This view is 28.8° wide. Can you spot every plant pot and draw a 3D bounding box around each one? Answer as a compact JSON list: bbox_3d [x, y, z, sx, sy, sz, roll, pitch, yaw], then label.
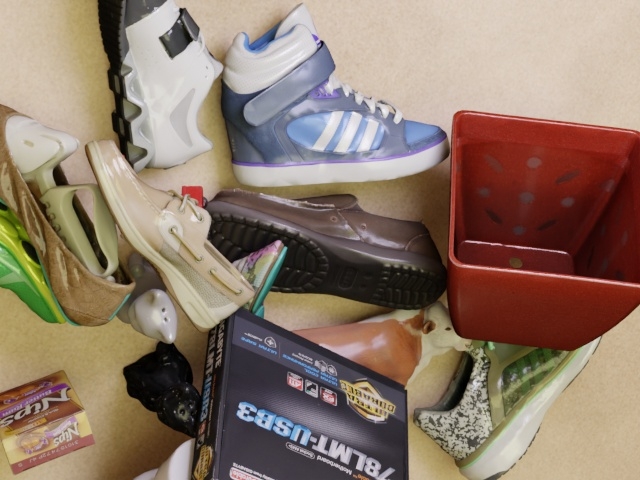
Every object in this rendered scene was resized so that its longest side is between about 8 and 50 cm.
[{"bbox_3d":[0.293,0.008,1.720,0.267,0.267,0.236,7,143,-1],"label":"plant pot"}]

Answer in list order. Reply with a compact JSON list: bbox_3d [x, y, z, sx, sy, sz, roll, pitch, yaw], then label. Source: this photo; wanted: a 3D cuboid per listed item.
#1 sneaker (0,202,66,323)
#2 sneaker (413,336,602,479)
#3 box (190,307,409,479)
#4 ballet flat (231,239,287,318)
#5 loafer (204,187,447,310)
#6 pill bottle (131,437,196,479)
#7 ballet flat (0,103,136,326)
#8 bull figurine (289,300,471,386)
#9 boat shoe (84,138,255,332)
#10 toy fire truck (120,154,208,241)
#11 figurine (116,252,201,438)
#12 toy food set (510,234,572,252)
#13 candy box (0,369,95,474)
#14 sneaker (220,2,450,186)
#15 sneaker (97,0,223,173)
[{"bbox_3d":[-0.438,0.008,1.599,0.123,0.109,0.295,-35,119,20],"label":"sneaker"},{"bbox_3d":[0.286,0.165,1.876,0.182,0.158,0.410,34,84,-9],"label":"sneaker"},{"bbox_3d":[-0.019,0.260,1.602,0.295,0.293,0.073,28,127,-21],"label":"box"},{"bbox_3d":[-0.105,0.078,1.697,0.079,0.077,0.221,25,133,9],"label":"ballet flat"},{"bbox_3d":[0.000,0.000,1.754,0.365,0.130,0.134,16,135,-15],"label":"loafer"},{"bbox_3d":[-0.211,0.427,1.618,0.210,0.210,0.363,26,123,-23],"label":"pill bottle"},{"bbox_3d":[-0.334,-0.056,1.557,0.124,0.116,0.342,-29,89,28],"label":"ballet flat"},{"bbox_3d":[0.064,0.186,1.806,0.310,0.101,0.188,-4,106,-11],"label":"bull figurine"},{"bbox_3d":[-0.185,-0.018,1.545,0.098,0.109,0.302,-32,121,0],"label":"boat shoe"},{"bbox_3d":[-0.215,-0.023,1.633,0.135,0.047,0.192,-1,130,-2],"label":"toy fire truck"},{"bbox_3d":[-0.213,0.138,1.637,0.092,0.209,0.215,-19,107,-16],"label":"figurine"},{"bbox_3d":[0.297,-0.091,1.866,0.128,0.071,0.218,-24,108,11],"label":"toy food set"},{"bbox_3d":[-0.363,0.232,1.612,0.109,0.186,0.053,-20,108,-16],"label":"candy box"},{"bbox_3d":[0.023,-0.206,1.697,0.322,0.130,0.236,-7,107,-14],"label":"sneaker"},{"bbox_3d":[-0.204,-0.256,1.614,0.146,0.122,0.331,-12,116,-20],"label":"sneaker"}]
